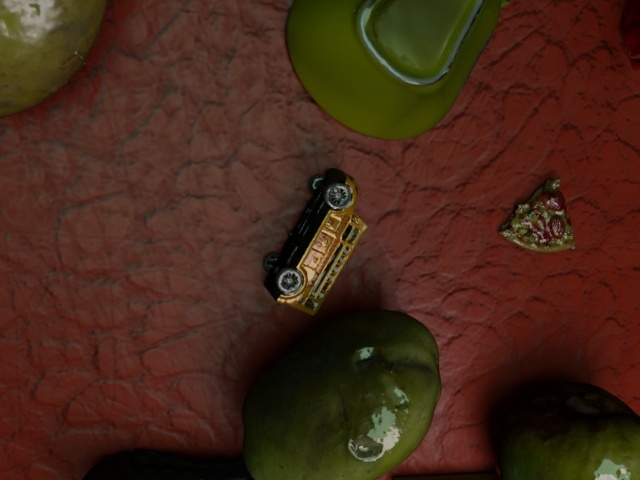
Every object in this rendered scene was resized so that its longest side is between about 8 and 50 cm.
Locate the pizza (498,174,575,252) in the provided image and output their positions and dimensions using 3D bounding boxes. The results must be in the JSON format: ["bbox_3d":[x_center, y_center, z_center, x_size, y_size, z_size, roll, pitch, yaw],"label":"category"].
[{"bbox_3d":[0.276,-0.020,0.772,0.099,0.029,0.100,-20,102,-7],"label":"pizza"}]

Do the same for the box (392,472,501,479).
[{"bbox_3d":[0.161,0.453,0.818,0.153,0.041,0.278,3,98,-12],"label":"box"}]

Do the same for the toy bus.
[{"bbox_3d":[0.000,0.000,0.696,0.074,0.069,0.162,28,95,-24],"label":"toy bus"}]

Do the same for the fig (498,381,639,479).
[{"bbox_3d":[0.310,0.273,0.752,0.181,0.181,0.191,16,113,-14],"label":"fig"}]

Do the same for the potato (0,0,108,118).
[{"bbox_3d":[-0.296,-0.233,0.533,0.229,0.229,0.265,19,99,-14],"label":"potato"}]

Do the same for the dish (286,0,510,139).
[{"bbox_3d":[0.101,-0.241,0.659,0.221,0.108,0.262,38,90,-16],"label":"dish"}]

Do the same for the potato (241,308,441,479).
[{"bbox_3d":[0.021,0.175,0.669,0.229,0.197,0.148,-20,118,22],"label":"potato"}]

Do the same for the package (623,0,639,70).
[{"bbox_3d":[0.554,-0.335,0.695,0.424,0.196,0.123,-26,99,-6],"label":"package"}]

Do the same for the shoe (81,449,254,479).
[{"bbox_3d":[-0.110,0.354,0.706,0.337,0.132,0.170,7,102,-11],"label":"shoe"}]
